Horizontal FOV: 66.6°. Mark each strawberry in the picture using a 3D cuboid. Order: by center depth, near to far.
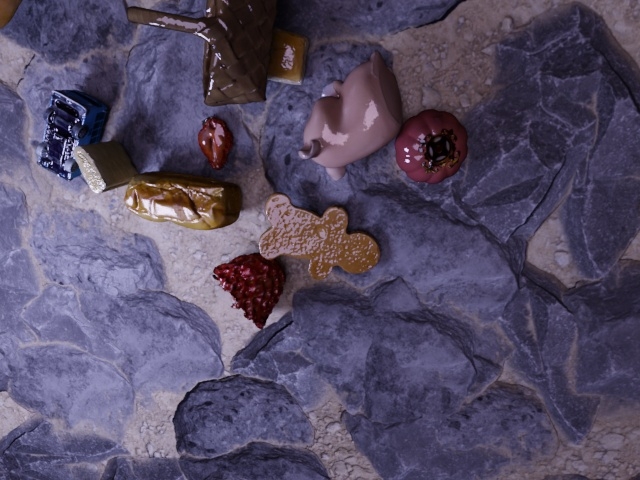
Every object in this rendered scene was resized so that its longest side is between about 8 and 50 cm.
[{"bbox_3d":[-0.292,-0.268,1.338,0.104,0.048,0.152,1,106,15],"label":"strawberry"},{"bbox_3d":[-0.188,0.123,1.410,0.178,0.234,0.234,-38,99,-9],"label":"strawberry"}]

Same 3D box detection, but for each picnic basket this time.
[{"bbox_3d":[-0.273,-0.480,1.103,0.337,0.293,0.337,-7,115,-15],"label":"picnic basket"}]

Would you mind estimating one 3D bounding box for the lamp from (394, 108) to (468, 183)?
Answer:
[{"bbox_3d":[0.267,-0.229,1.191,0.182,0.140,0.182,-3,111,-7],"label":"lamp"}]

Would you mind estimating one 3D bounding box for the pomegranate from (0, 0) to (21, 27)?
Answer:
[{"bbox_3d":[-0.924,-0.697,1.158,0.411,0.411,0.411,4,110,11],"label":"pomegranate"}]

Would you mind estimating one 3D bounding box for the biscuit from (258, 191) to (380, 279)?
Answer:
[{"bbox_3d":[0.000,0.000,1.354,0.340,0.047,0.216,13,106,-4],"label":"biscuit"}]

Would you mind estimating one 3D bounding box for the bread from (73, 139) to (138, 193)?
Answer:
[{"bbox_3d":[-0.590,-0.208,1.352,0.060,0.178,0.139,-21,104,14],"label":"bread"}]

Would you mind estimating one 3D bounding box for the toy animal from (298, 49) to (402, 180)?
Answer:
[{"bbox_3d":[0.070,-0.298,1.175,0.256,0.195,0.213,-25,69,25],"label":"toy animal"}]

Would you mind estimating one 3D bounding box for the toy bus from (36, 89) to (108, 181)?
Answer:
[{"bbox_3d":[-0.692,-0.301,1.365,0.116,0.133,0.234,30,118,0],"label":"toy bus"}]

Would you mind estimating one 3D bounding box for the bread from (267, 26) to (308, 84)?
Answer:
[{"bbox_3d":[-0.088,-0.455,1.209,0.106,0.082,0.125,16,109,13],"label":"bread"}]

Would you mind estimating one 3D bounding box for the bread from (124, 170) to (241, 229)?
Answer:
[{"bbox_3d":[-0.376,-0.113,1.345,0.294,0.167,0.132,7,110,9],"label":"bread"}]
